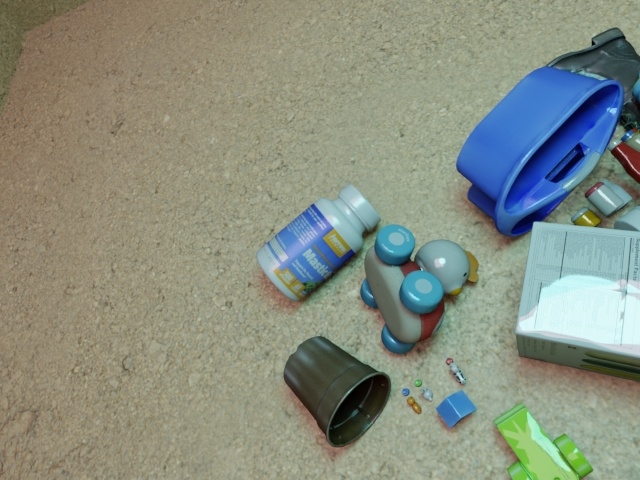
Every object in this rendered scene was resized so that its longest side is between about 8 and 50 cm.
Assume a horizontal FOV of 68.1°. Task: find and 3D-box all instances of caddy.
[{"bbox_3d":[0.431,-0.164,0.911,0.341,0.241,0.179,-46,50,-1],"label":"caddy"}]

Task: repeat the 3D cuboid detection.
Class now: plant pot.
[{"bbox_3d":[0.023,0.284,0.937,0.165,0.167,0.167,33,83,40],"label":"plant pot"}]

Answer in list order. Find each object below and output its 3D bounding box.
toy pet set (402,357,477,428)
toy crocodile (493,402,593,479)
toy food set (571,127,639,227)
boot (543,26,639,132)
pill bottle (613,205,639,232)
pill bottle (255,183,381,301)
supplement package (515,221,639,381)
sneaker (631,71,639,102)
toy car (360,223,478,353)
[{"bbox_3d":[0.225,0.291,0.889,0.122,0.065,0.114,-38,57,4],"label":"toy pet set"},{"bbox_3d":[0.406,0.415,0.736,0.115,0.105,0.340,-40,52,3],"label":"toy crocodile"},{"bbox_3d":[0.559,-0.126,0.895,0.232,0.111,0.104,-37,70,1],"label":"toy food set"},{"bbox_3d":[0.597,-0.307,0.995,0.263,0.091,0.228,-34,65,15],"label":"boot"},{"bbox_3d":[0.648,-0.062,0.824,0.229,0.131,0.131,-36,57,5],"label":"pill bottle"},{"bbox_3d":[0.000,0.000,1.079,0.272,0.152,0.152,-40,57,3],"label":"pill bottle"},{"bbox_3d":[0.478,0.109,0.779,0.263,0.199,0.197,8,70,27],"label":"supplement package"},{"bbox_3d":[0.729,-0.301,0.864,0.319,0.127,0.208,-17,58,-13],"label":"sneaker"},{"bbox_3d":[0.226,0.079,0.944,0.238,0.219,0.210,-15,57,-15],"label":"toy car"}]
